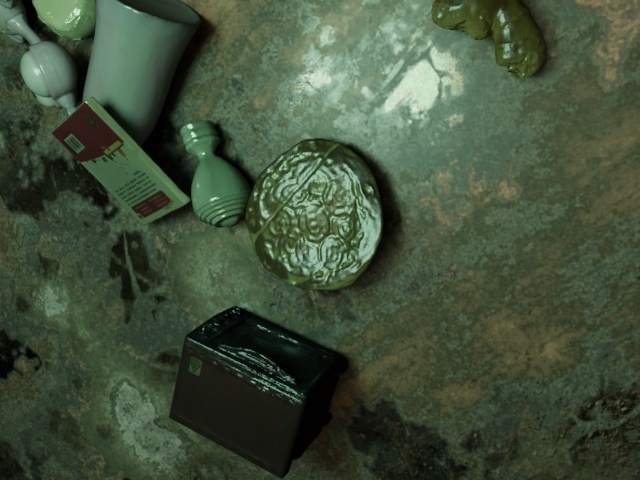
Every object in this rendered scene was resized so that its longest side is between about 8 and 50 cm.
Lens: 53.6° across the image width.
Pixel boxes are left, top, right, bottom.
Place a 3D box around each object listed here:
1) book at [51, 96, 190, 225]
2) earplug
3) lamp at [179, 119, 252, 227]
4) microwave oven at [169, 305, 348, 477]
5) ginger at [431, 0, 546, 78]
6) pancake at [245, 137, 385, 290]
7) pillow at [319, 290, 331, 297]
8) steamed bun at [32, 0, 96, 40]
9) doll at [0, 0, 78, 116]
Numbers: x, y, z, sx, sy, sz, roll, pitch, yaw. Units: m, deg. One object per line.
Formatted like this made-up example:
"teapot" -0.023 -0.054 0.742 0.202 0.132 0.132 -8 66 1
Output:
"book" -0.349 -0.129 1.101 0.162 0.022 0.232 -17 122 47
"earplug" -0.337 -0.274 1.103 0.172 0.172 0.301 34 118 14
"lamp" -0.183 -0.113 1.099 0.106 0.106 0.193 -23 81 25
"microwave oven" -0.105 0.242 1.088 0.247 0.178 0.188 21 108 18
"ginger" 0.222 -0.385 0.872 0.147 0.081 0.334 -5 99 19
"pancake" -0.009 -0.035 1.030 0.250 0.031 0.250 1 92 21
"pillow" 0.000 0.000 1.068 0.118 0.043 0.185 29 110 19
"steamed bun" -0.446 -0.426 1.146 0.130 0.091 0.112 40 105 12
"doll" -0.547 -0.373 1.179 0.365 0.094 0.160 56 158 9
